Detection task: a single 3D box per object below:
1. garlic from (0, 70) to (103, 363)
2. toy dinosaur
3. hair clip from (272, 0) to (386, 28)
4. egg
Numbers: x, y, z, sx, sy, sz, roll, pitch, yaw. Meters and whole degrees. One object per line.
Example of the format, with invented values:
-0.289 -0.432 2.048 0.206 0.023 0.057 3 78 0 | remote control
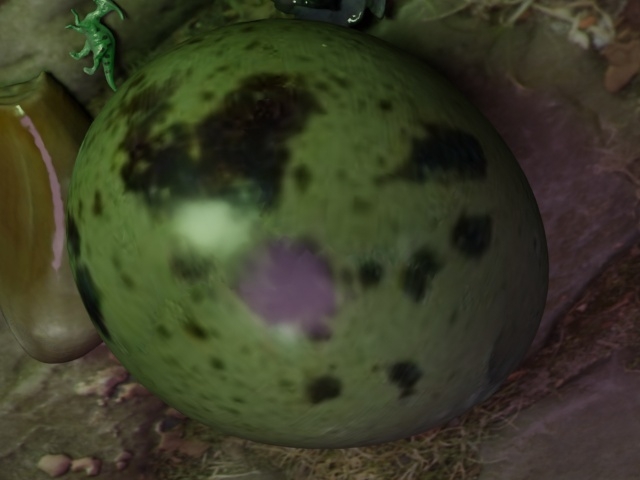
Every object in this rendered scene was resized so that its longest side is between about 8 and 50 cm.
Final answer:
-0.240 -0.007 1.291 0.143 0.112 0.318 -4 119 2 | garlic
-0.185 -0.172 1.202 0.083 0.021 0.062 37 105 -28 | toy dinosaur
0.014 -0.243 1.142 0.124 0.052 0.195 7 134 -3 | hair clip
0.000 0.000 1.152 0.428 0.345 0.345 15 128 -35 | egg
